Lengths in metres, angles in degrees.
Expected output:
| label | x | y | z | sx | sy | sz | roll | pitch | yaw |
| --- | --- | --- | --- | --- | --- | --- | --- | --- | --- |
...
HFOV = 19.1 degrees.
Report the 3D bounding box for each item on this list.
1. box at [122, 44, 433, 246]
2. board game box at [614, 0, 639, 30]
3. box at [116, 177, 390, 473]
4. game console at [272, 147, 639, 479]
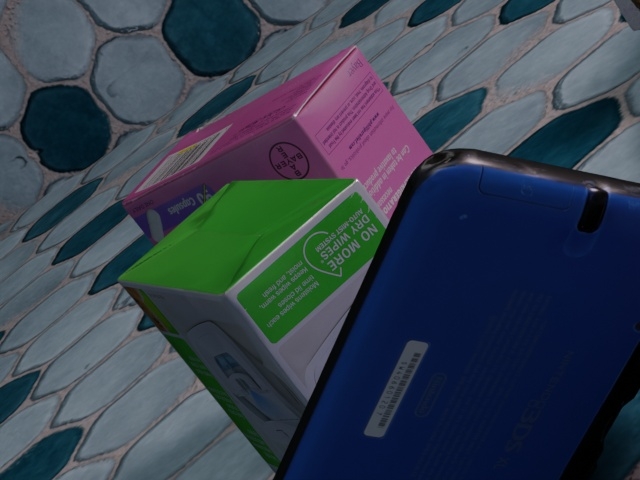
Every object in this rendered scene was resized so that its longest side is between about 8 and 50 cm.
| label | x | y | z | sx | sy | sz | roll | pitch | yaw |
| --- | --- | --- | --- | --- | --- | --- | --- | --- | --- |
| box | 0.000 | 0.000 | 1.560 | 0.213 | 0.243 | 0.117 | -23 | 20 | 41 |
| board game box | 0.449 | -0.333 | 1.680 | 0.318 | 0.066 | 0.318 | -14 | 28 | 48 |
| box | 0.005 | 0.079 | 1.329 | 0.127 | 0.231 | 0.262 | -41 | 15 | -15 |
| game console | 0.115 | 0.041 | 1.091 | 0.173 | 0.250 | 0.293 | -100 | 27 | -50 |
